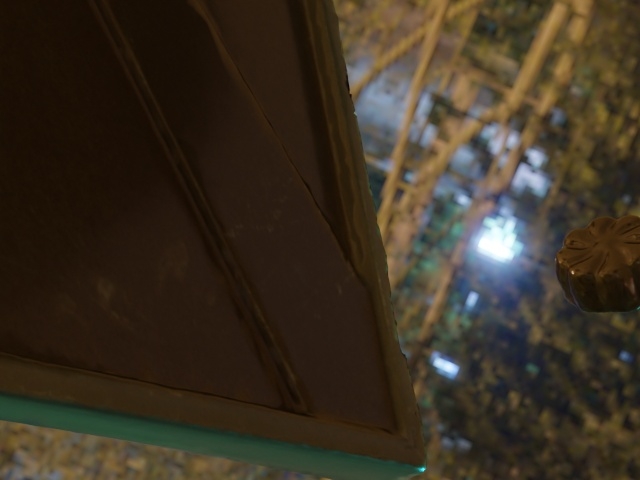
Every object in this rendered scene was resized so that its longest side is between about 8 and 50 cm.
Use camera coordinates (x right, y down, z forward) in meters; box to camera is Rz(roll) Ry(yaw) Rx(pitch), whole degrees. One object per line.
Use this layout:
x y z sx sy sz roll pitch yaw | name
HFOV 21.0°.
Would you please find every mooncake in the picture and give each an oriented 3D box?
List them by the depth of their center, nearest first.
0.001 0.012 0.906 0.347 0.057 0.150 -7 -152 -4 | mooncake

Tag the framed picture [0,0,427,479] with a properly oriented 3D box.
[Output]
-0.073 -0.096 0.545 0.022 0.335 0.247 -25 153 32 | framed picture
